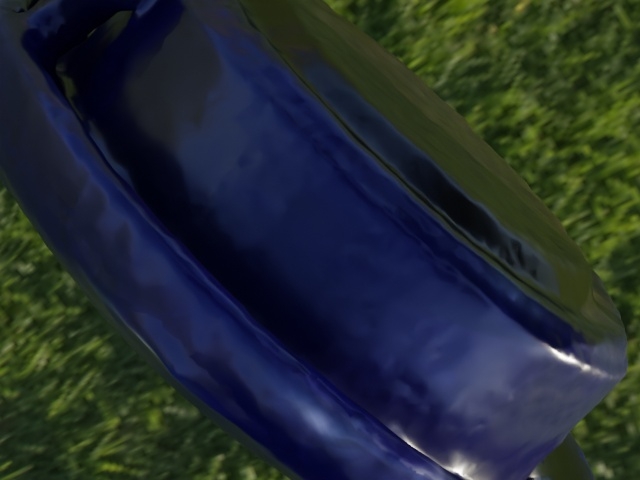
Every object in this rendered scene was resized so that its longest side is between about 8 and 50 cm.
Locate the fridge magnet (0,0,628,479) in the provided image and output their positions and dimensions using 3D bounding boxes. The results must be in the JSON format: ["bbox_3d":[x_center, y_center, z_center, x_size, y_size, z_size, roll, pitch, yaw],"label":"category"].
[{"bbox_3d":[0.000,0.000,0.598,0.265,0.265,0.112,41,103,-11],"label":"fridge magnet"}]
